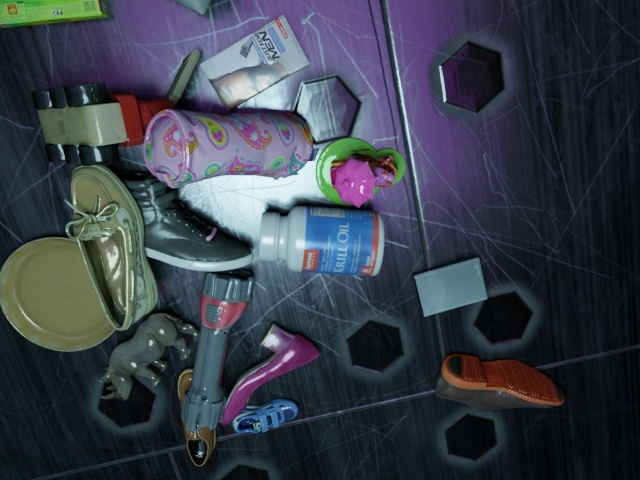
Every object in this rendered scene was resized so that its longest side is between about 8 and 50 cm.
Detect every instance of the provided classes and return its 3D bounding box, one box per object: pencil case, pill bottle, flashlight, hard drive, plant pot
[{"bbox_3d":[-0.138,-0.152,0.881,0.124,0.284,0.124,9,104,40],"label":"pencil case"},{"bbox_3d":[0.000,0.000,1.001,0.221,0.124,0.124,3,106,-4],"label":"pill bottle"},{"bbox_3d":[-0.201,0.205,1.045,0.103,0.103,0.304,6,101,-27],"label":"flashlight"},{"bbox_3d":[0.264,0.093,1.097,0.135,0.022,0.094,-16,107,1],"label":"hard drive"},{"bbox_3d":[-0.497,0.103,1.050,0.236,0.032,0.236,-1,107,-3],"label":"plant pot"}]

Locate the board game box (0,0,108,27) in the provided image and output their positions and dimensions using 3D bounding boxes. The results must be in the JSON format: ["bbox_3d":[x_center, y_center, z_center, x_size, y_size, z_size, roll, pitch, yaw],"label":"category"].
[{"bbox_3d":[-0.456,-0.411,0.893,0.181,0.043,0.092,-7,106,-2],"label":"board game box"}]

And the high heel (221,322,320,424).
[{"bbox_3d":[-0.107,0.294,1.106,0.117,0.082,0.244,32,90,-3],"label":"high heel"}]

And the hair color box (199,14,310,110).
[{"bbox_3d":[-0.113,-0.307,0.940,0.167,0.053,0.093,-29,107,6],"label":"hair color box"}]

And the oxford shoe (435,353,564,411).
[{"bbox_3d":[0.376,0.314,1.146,0.271,0.097,0.098,14,125,-3],"label":"oxford shoe"}]

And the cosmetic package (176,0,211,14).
[{"bbox_3d":[-0.281,-0.567,0.691,0.393,0.329,0.327,24,96,-10],"label":"cosmetic package"}]

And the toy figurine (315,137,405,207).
[{"bbox_3d":[0.082,-0.111,0.955,0.173,0.159,0.130,-7,107,-2],"label":"toy figurine"}]

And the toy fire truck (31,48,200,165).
[{"bbox_3d":[-0.323,-0.227,0.904,0.246,0.217,0.158,-21,112,-41],"label":"toy fire truck"}]

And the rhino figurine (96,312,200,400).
[{"bbox_3d":[-0.357,0.236,1.077,0.243,0.073,0.106,-42,108,10],"label":"rhino figurine"}]

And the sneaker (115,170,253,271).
[{"bbox_3d":[-0.257,-0.042,0.981,0.295,0.104,0.147,14,110,-3],"label":"sneaker"}]

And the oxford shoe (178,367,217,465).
[{"bbox_3d":[-0.255,0.369,1.122,0.076,0.076,0.212,-7,105,1],"label":"oxford shoe"}]

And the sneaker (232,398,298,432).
[{"bbox_3d":[-0.117,0.376,1.139,0.144,0.059,0.053,-11,105,-1],"label":"sneaker"}]

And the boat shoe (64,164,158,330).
[{"bbox_3d":[-0.355,0.011,0.914,0.104,0.089,0.285,-13,106,14],"label":"boat shoe"}]
